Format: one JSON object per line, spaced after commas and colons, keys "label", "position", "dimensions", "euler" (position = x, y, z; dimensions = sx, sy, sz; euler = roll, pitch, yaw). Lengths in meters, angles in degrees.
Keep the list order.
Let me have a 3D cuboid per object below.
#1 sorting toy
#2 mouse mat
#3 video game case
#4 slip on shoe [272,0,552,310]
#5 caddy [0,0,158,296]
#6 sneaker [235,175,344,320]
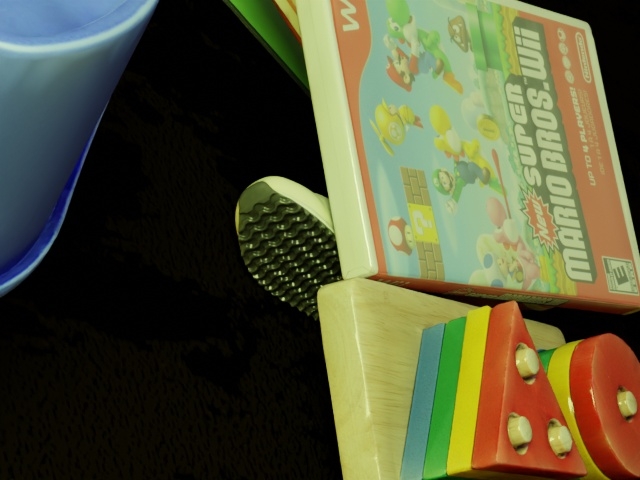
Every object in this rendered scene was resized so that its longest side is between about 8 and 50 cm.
{"label": "sorting toy", "position": [0.121, 0.152, 1.083], "dimensions": [0.257, 0.089, 0.256], "euler": [15, 62, -55]}
{"label": "mouse mat", "position": [-0.027, -0.170, 1.290], "dimensions": [0.190, 0.007, 0.153], "euler": [46, 30, -25]}
{"label": "video game case", "position": [0.098, -0.062, 1.178], "dimensions": [0.285, 0.025, 0.204], "euler": [8, 67, -48]}
{"label": "slip on shoe", "position": [0.047, -0.081, 1.227], "dimensions": [0.331, 0.101, 0.123], "euler": [53, 42, -21]}
{"label": "caddy", "position": [-0.186, -0.112, 0.766], "dimensions": [0.241, 0.179, 0.341], "euler": [28, 35, -12]}
{"label": "sneaker", "position": [0.000, 0.000, 1.121], "dimensions": [0.161, 0.057, 0.075], "euler": [40, 27, -41]}
